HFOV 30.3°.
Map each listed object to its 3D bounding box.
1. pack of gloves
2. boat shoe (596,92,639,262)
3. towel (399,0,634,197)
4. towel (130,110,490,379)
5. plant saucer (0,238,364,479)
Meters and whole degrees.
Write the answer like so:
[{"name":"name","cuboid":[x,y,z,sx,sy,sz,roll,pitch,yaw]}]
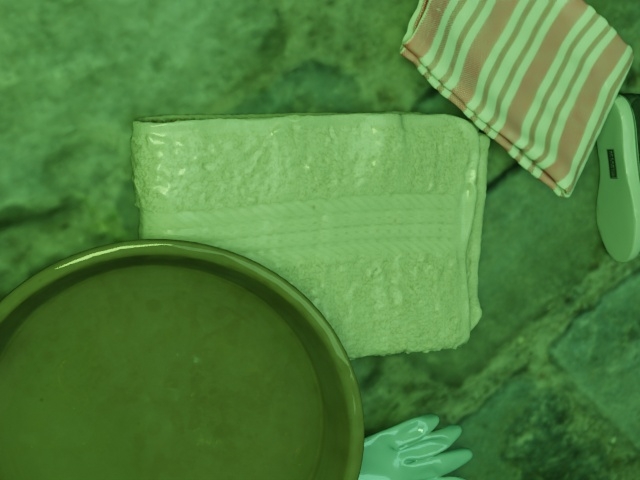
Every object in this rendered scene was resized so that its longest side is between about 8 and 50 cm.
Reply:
[{"name":"pack of gloves","cuboid":[0.024,0.244,0.938,0.232,0.046,0.195,-18,109,-12]},{"name":"boat shoe","cuboid":[0.257,-0.053,0.978,0.040,0.049,0.142,-13,106,-25]},{"name":"towel","cuboid":[0.156,-0.142,0.889,0.197,0.029,0.144,37,70,-26]},{"name":"towel","cuboid":[0.000,0.000,0.854,0.282,0.049,0.187,-5,103,-27]},{"name":"plant saucer","cuboid":[-0.109,0.131,0.790,0.277,0.041,0.278,-2,103,-8]}]
